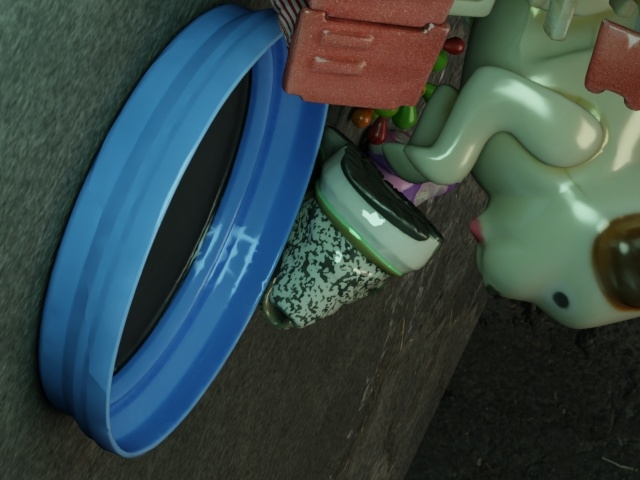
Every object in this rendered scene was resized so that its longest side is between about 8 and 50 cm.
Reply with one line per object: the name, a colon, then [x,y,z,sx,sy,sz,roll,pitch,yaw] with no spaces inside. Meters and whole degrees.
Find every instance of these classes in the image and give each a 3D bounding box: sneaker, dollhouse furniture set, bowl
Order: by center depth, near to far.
dollhouse furniture set: [0.135,-0.210,1.540,0.201,0.374,0.152,-112,-147,-47]
bowl: [-0.109,-0.013,1.635,0.391,0.077,0.391,-61,166,-25]
sneaker: [0.000,0.000,1.959,0.182,0.158,0.410,-44,-178,2]
sneaker: [0.094,-0.069,2.357,0.104,0.095,0.236,-61,163,9]

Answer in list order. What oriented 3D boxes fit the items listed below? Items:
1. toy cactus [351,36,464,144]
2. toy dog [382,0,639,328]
toy cactus: [0.110,-0.201,2.176,0.219,0.112,0.180,-31,134,-54]
toy dog: [0.248,-0.117,1.957,0.284,0.395,0.407,174,-86,-69]
